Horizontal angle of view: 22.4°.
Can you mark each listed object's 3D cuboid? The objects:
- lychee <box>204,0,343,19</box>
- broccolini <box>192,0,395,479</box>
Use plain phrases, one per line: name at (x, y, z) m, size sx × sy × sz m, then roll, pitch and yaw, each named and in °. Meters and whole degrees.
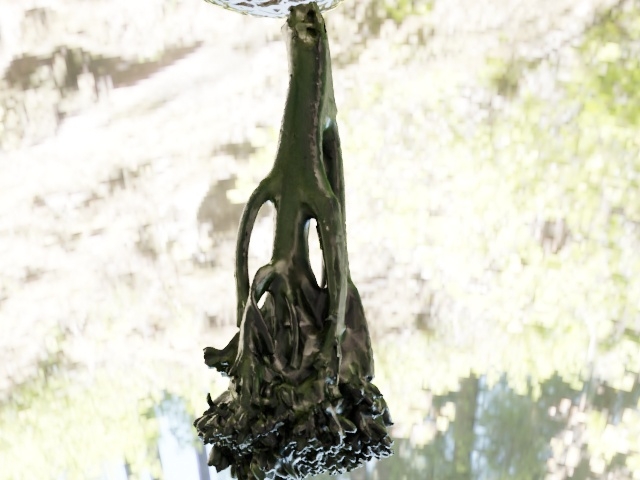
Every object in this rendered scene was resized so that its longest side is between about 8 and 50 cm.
lychee at (-0.033, -0.164, 0.738) m, size 0.101 × 0.140 × 0.114 m, roll -29°, pitch -166°, yaw -13°
broccolini at (-0.013, 0.001, 0.616) m, size 0.058 × 0.074 × 0.201 m, roll -18°, pitch -123°, yaw 22°
